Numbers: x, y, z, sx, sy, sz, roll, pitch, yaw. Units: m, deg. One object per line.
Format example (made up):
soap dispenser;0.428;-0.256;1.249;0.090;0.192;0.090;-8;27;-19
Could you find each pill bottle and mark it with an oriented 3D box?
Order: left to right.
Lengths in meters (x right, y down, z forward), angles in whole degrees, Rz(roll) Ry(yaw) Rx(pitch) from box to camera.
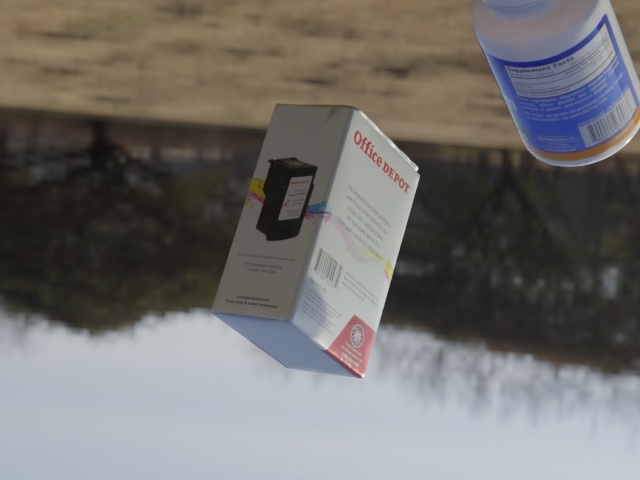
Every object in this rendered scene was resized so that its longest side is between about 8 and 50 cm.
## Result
pill bottle;0.255;-0.223;2.103;0.152;0.152;0.272;6;143;33

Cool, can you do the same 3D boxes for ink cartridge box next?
ink cartridge box;0.000;0.000;1.441;0.072;0.175;0.127;5;159;32
